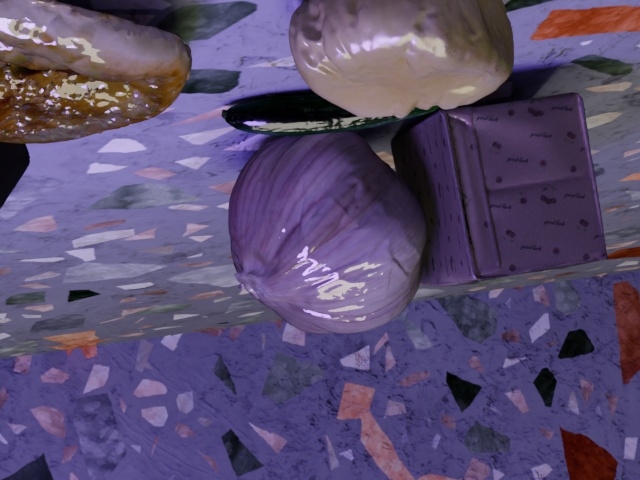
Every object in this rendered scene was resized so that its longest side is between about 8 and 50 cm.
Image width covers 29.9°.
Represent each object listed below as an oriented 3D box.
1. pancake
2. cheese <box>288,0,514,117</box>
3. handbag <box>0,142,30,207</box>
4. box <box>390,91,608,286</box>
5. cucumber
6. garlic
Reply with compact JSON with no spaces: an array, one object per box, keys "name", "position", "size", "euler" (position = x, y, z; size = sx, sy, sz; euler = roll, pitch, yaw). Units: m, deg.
[{"name":"pancake","position":[-0.309,-0.157,1.146],"size":[0.387,0.082,0.387],"euler":[-5,169,-1]},{"name":"cheese","position":[0.078,-0.200,1.203],"size":[0.214,0.117,0.226],"euler":[-13,164,34]},{"name":"handbag","position":[-0.452,-0.035,1.312],"size":[0.223,0.080,0.247],"euler":[-11,-149,14]},{"name":"box","position":[0.234,-0.060,1.622],"size":[0.190,0.225,0.297],"euler":[-10,178,-9]},{"name":"cucumber","position":[0.021,-0.161,1.477],"size":[0.284,0.056,0.056],"euler":[-7,169,-7]},{"name":"garlic","position":[0.000,0.000,1.651],"size":[0.259,0.317,0.317],"euler":[-33,-179,-27]}]
